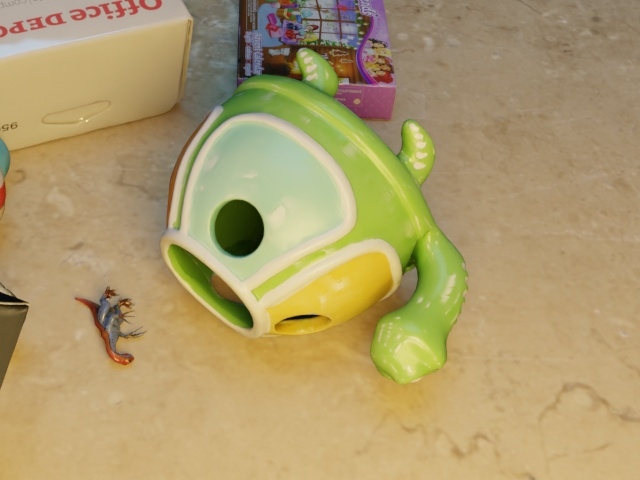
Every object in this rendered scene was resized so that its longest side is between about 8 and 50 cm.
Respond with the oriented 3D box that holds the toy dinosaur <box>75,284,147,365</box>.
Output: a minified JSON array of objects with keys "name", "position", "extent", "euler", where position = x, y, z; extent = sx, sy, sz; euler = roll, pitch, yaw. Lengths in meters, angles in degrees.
[{"name":"toy dinosaur","position":[-0.207,0.090,1.110],"extent":[0.090,0.047,0.082],"euler":[-15,46,26]}]

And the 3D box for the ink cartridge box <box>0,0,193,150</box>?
[{"name":"ink cartridge box","position":[-0.364,-0.325,1.363],"extent":[0.285,0.166,0.395],"euler":[-19,64,-23]}]

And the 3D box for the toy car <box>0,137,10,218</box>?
[{"name":"toy car","position":[-0.429,-0.118,1.117],"extent":[0.210,0.238,0.219],"euler":[3,30,-3]}]

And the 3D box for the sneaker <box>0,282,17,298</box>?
[{"name":"sneaker","position":[-0.426,0.088,1.043],"extent":[0.297,0.111,0.129],"euler":[-1,55,1]}]

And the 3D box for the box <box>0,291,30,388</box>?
[{"name":"box","position":[-0.366,0.140,0.867],"extent":[0.184,0.261,0.103],"euler":[19,-1,16]}]

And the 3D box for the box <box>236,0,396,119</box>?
[{"name":"box","position":[-0.011,-0.275,1.499],"extent":[0.201,0.057,0.293],"euler":[2,43,-6]}]

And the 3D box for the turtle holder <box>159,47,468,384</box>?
[{"name":"turtle holder","position":[-0.012,-0.002,1.110],"extent":[0.227,0.243,0.320],"euler":[-45,102,-24]}]
